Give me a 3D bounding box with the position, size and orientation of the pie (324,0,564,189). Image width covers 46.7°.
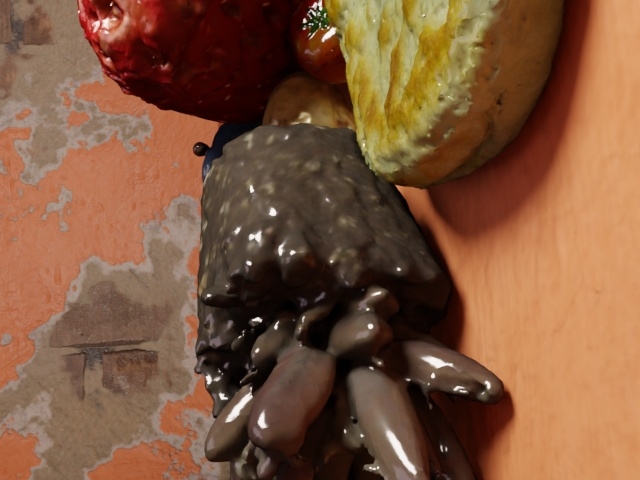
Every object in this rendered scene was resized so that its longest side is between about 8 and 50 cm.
[{"bbox_3d":[0.058,-0.175,0.469,0.302,0.067,0.302,176,90,-74],"label":"pie"}]

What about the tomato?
[{"bbox_3d":[0.015,-0.187,0.688,0.075,0.087,0.087,37,-139,-58],"label":"tomato"}]

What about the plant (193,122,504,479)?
[{"bbox_3d":[-0.001,0.076,0.531,0.194,0.181,0.321,114,153,-45],"label":"plant"}]

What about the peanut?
[{"bbox_3d":[-0.004,-0.052,0.725,0.103,0.098,0.229,173,94,-65],"label":"peanut"}]

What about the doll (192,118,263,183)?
[{"bbox_3d":[-0.073,-0.038,0.941,0.258,0.154,0.228,81,-159,-53],"label":"doll"}]

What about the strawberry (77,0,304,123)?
[{"bbox_3d":[-0.132,-0.258,0.738,0.317,0.295,0.345,-41,6,24],"label":"strawberry"}]
